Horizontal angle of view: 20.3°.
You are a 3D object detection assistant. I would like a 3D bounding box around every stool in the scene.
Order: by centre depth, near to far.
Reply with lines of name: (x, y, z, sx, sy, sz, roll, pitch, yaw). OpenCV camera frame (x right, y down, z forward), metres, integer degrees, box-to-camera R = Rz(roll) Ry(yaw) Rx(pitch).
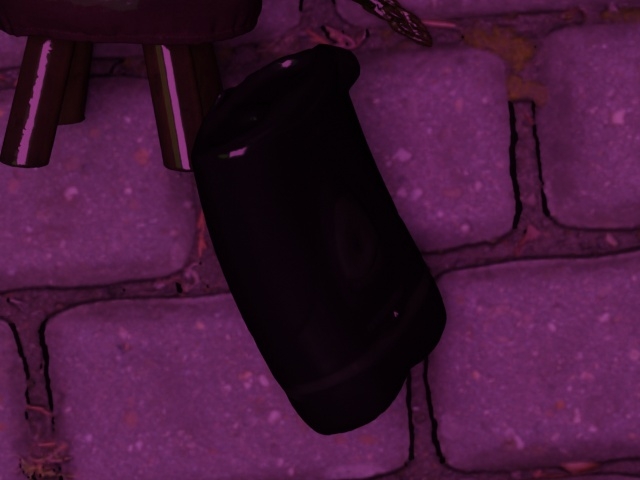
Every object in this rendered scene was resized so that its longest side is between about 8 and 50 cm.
stool: (-0.189, -0.176, 1.663, 0.272, 0.272, 0.178, 3, 108, 4)

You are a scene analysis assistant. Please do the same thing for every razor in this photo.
razor: (-0.001, 0.001, 1.651, 0.113, 0.204, 0.349, 5, 128, 42)

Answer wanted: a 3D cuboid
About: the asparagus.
asparagus: (0.006, -0.249, 1.746, 0.236, 0.027, 0.034, 24, 101, 1)
